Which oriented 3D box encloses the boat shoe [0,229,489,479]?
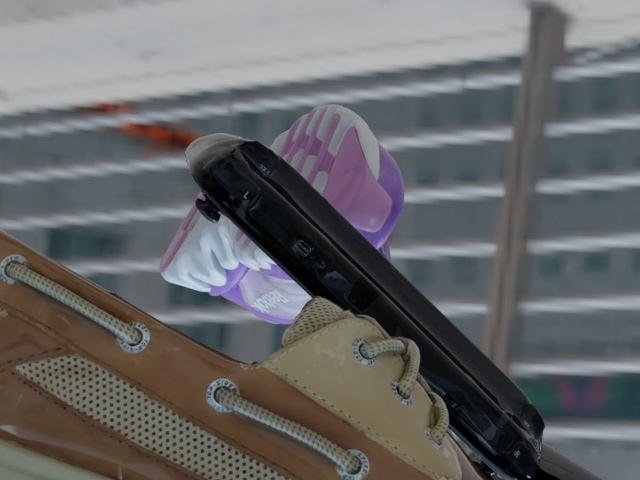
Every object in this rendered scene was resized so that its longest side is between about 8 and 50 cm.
[{"bbox_3d":[-0.006,0.080,0.667,0.324,0.120,0.122,19,174,-4],"label":"boat shoe"}]

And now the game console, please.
[{"bbox_3d":[0.071,0.082,0.820,0.361,0.044,0.213,44,175,-12],"label":"game console"}]

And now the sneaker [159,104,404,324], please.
[{"bbox_3d":[0.000,0.000,0.970,0.104,0.095,0.236,35,163,-14],"label":"sneaker"}]
